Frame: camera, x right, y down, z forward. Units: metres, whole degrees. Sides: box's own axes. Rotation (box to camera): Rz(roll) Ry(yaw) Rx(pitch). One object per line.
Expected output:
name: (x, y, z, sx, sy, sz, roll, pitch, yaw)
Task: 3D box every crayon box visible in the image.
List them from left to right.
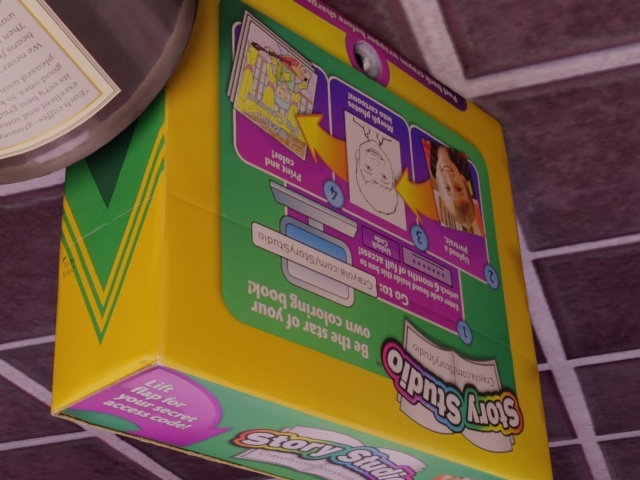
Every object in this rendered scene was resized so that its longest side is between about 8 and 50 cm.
crayon box: (0.000, 0.000, 0.798, 0.106, 0.313, 0.363, -25, 144, 36)

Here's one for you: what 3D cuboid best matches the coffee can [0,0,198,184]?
coffee can: (-0.205, -0.178, 0.565, 0.201, 0.202, 0.275, -11, 151, 16)
